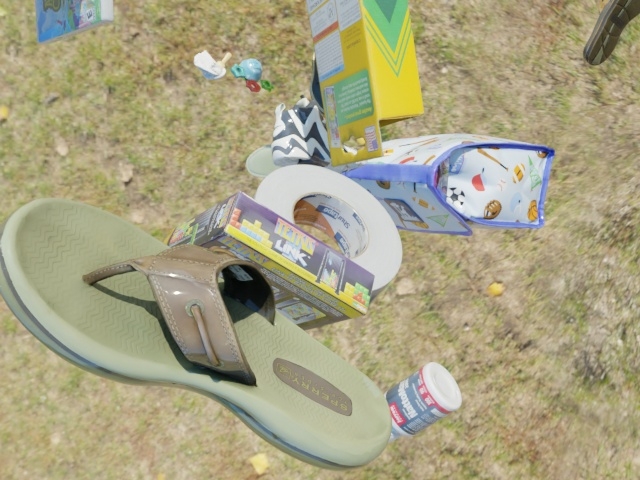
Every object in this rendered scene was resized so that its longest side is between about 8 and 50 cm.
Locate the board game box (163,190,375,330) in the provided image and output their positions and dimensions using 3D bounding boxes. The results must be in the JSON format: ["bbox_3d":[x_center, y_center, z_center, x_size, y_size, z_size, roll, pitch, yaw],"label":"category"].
[{"bbox_3d":[-0.055,0.030,0.696,0.141,0.170,0.048,-22,43,47],"label":"board game box"}]

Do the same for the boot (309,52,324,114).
[{"bbox_3d":[0.017,-0.434,1.775,0.137,0.076,0.198,118,145,-66],"label":"boot"}]

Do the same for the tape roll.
[{"bbox_3d":[0.000,0.000,0.957,0.219,0.219,0.072,48,134,15],"label":"tape roll"}]

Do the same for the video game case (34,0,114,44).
[{"bbox_3d":[-0.396,-0.433,1.105,0.193,0.023,0.213,0,94,39],"label":"video game case"}]

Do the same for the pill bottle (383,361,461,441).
[{"bbox_3d":[0.190,0.340,1.447,0.180,0.108,0.108,-41,77,26],"label":"pill bottle"}]

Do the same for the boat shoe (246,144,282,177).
[{"bbox_3d":[-0.069,-0.199,1.690,0.227,0.068,0.081,-10,91,24],"label":"boat shoe"}]

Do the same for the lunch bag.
[{"bbox_3d":[0.285,-0.134,1.627,0.327,0.385,0.239,10,97,53],"label":"lunch bag"}]

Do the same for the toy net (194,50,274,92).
[{"bbox_3d":[-0.233,-0.432,1.826,0.045,0.232,0.122,-36,69,44],"label":"toy net"}]

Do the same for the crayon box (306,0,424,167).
[{"bbox_3d":[0.065,-0.286,1.095,0.203,0.083,0.323,-176,77,-69],"label":"crayon box"}]

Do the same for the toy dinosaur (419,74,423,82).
[{"bbox_3d":[0.137,-0.251,1.177,0.090,0.047,0.082,-21,103,-1],"label":"toy dinosaur"}]

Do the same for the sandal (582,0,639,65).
[{"bbox_3d":[0.584,-0.454,1.397,0.060,0.090,0.219,42,108,49],"label":"sandal"}]

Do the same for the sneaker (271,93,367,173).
[{"bbox_3d":[-0.002,-0.225,1.449,0.094,0.235,0.153,-20,73,56],"label":"sneaker"}]

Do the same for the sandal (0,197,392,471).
[{"bbox_3d":[-0.064,0.052,0.474,0.302,0.120,0.086,30,126,-19],"label":"sandal"}]
